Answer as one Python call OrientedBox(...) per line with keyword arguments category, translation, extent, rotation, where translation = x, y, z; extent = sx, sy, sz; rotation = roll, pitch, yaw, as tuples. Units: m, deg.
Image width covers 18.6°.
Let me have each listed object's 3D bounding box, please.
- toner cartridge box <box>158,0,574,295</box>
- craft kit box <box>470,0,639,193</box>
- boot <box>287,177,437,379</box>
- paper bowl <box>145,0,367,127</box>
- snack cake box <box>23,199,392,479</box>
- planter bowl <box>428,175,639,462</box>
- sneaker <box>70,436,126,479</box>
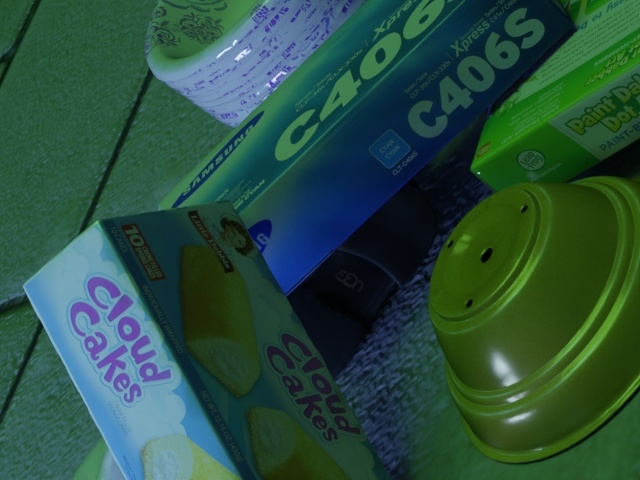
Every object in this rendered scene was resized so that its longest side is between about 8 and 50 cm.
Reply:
OrientedBox(category="toner cartridge box", translation=(0.023, -0.089, 1.462), extent=(0.348, 0.075, 0.165), rotation=(-43, 20, 13))
OrientedBox(category="craft kit box", translation=(0.228, -0.169, 1.365), extent=(0.250, 0.061, 0.246), rotation=(-32, 24, 41))
OrientedBox(category="boot", translation=(0.000, 0.000, 1.582), extent=(0.263, 0.091, 0.229), rotation=(-44, 22, 15))
OrientedBox(category="paper bowl", translation=(-0.020, -0.231, 1.796), extent=(0.284, 0.148, 0.284), rotation=(-41, 28, 28))
OrientedBox(category="snack cake box", translation=(-0.067, 0.110, 1.308), extent=(0.089, 0.264, 0.152), rotation=(-38, -14, 32))
OrientedBox(category="planter bowl", translation=(0.136, 0.029, 1.280), extent=(0.217, 0.090, 0.217), rotation=(-40, 30, 29))
OrientedBox(category="sneaker", translation=(-0.191, 0.225, 1.658), extent=(0.212, 0.080, 0.094), rotation=(-52, 13, -9))
